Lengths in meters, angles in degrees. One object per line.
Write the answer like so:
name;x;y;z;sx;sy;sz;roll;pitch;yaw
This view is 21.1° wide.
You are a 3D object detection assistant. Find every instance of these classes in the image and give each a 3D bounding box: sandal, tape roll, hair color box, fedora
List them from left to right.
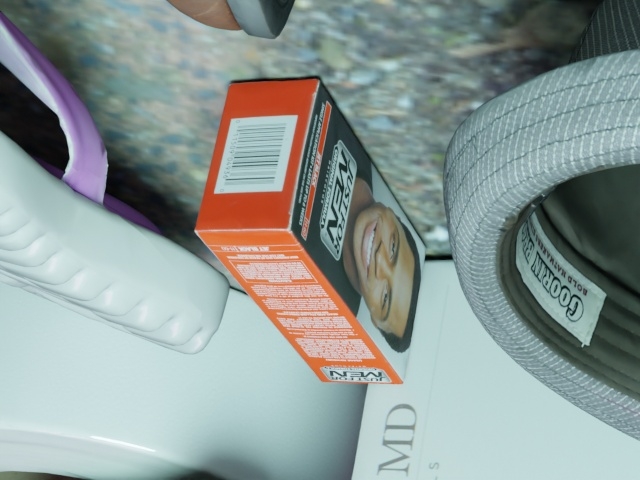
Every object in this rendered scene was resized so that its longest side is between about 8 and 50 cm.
sandal;-0.145;-0.057;0.651;0.169;0.102;0.416;19;169;19
tape roll;-0.115;0.112;0.953;0.286;0.100;0.286;9;154;5
hair color box;0.000;0.000;0.721;0.043;0.072;0.141;-1;152;22
fedora;0.181;-0.010;0.570;0.275;0.124;0.243;19;151;3

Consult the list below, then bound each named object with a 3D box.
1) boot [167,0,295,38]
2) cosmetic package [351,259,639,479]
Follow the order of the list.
boot;-0.159;-0.146;0.473;0.280;0.096;0.264;-1;151;25
cosmetic package;0.210;0.129;0.736;0.385;0.217;0.156;-2;151;21
